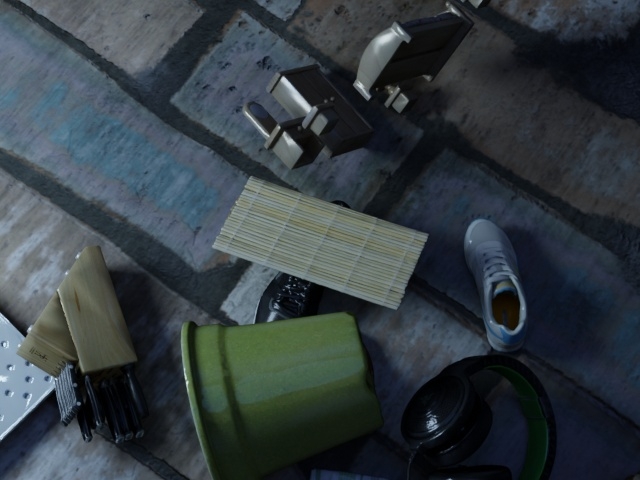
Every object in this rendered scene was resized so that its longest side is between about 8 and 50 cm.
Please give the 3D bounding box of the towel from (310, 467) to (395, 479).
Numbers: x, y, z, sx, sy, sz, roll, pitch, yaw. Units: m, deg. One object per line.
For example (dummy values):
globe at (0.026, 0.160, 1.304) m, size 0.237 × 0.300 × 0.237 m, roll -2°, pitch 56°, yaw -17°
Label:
towel at (0.053, 0.420, 1.637) m, size 0.152 × 0.023 × 0.113 m, roll 7°, pitch 71°, yaw 3°

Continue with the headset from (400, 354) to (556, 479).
headset at (0.186, 0.325, 1.573) m, size 0.394 × 0.185 × 0.243 m, roll -24°, pitch 96°, yaw -36°

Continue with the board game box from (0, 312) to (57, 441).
board game box at (-0.683, 0.237, 1.701) m, size 0.390 × 0.050 × 0.390 m, roll 41°, pitch 75°, yaw 14°

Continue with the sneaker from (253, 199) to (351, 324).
sneaker at (-0.033, 0.057, 1.716) m, size 0.107 × 0.124 × 0.283 m, roll 24°, pitch 72°, yaw 9°

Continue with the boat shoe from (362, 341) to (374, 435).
boat shoe at (0.058, 0.221, 1.689) m, size 0.064 × 0.060 × 0.178 m, roll -12°, pitch 70°, yaw -3°

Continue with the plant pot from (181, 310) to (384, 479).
plant pot at (-0.047, 0.223, 1.565) m, size 0.254 × 0.276 × 0.276 m, roll -15°, pitch 70°, yaw 0°

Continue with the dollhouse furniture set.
dollhouse furniture set at (0.066, -0.321, 1.725) m, size 0.174 × 0.355 × 0.303 m, roll 48°, pitch 39°, yaw 15°

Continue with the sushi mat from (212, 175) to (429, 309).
sushi mat at (0.000, 0.000, 1.661) m, size 0.316 × 0.019 × 0.151 m, roll 18°, pitch 62°, yaw 11°

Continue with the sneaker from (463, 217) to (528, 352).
sneaker at (0.295, 0.063, 1.726) m, size 0.087 × 0.092 × 0.228 m, roll -12°, pitch 69°, yaw -2°

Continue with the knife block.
knife block at (-0.346, 0.177, 1.689) m, size 0.242 × 0.088 × 0.275 m, roll 33°, pitch 50°, yaw -11°

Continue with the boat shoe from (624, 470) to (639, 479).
boat shoe at (0.508, 0.401, 1.587) m, size 0.324 × 0.123 × 0.116 m, roll -33°, pitch 71°, yaw -12°
